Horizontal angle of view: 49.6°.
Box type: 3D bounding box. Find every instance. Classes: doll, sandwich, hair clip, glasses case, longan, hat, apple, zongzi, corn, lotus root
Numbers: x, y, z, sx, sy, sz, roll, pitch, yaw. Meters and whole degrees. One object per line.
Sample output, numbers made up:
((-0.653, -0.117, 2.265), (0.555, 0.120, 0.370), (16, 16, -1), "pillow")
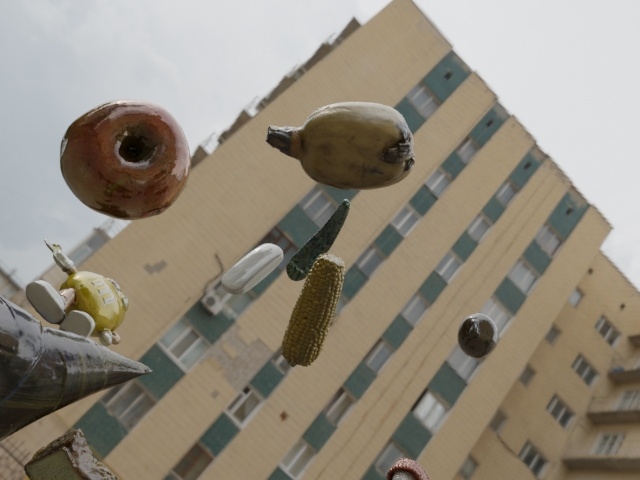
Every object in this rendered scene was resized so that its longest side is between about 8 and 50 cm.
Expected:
((-0.702, 0.176, 2.026), (0.348, 0.161, 0.423), (56, 3, -30), "doll")
((-0.524, 0.527, 1.511), (0.186, 0.065, 0.215), (-31, -75, 32), "sandwich")
((0.001, 0.001, 1.620), (0.066, 0.229, 0.036), (42, 7, 35), "hair clip")
((-0.175, 0.073, 1.796), (0.074, 0.193, 0.049), (26, -42, 28), "glasses case")
((0.372, 0.224, 1.642), (0.106, 0.106, 0.119), (25, -13, 31), "longan")
((0.169, 0.559, 1.479), (0.093, 0.162, 0.112), (-17, -67, 36), "hat")
((-0.524, -0.206, 1.869), (0.338, 0.338, 0.305), (46, -28, -6), "apple")
((-0.593, 0.335, 1.333), (0.432, 0.403, 0.208), (31, -2, -35), "zongzi")
((-0.015, 0.153, 1.493), (0.091, 0.091, 0.260), (21, -72, 10), "corn")
((0.041, -0.195, 1.430), (0.309, 0.183, 0.183), (3, -38, 7), "lotus root")
